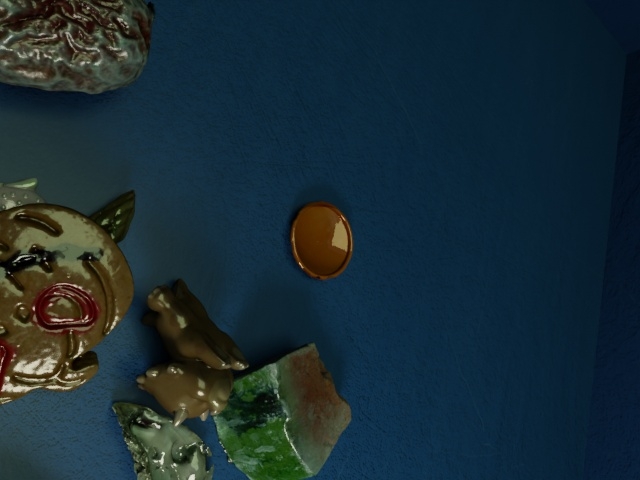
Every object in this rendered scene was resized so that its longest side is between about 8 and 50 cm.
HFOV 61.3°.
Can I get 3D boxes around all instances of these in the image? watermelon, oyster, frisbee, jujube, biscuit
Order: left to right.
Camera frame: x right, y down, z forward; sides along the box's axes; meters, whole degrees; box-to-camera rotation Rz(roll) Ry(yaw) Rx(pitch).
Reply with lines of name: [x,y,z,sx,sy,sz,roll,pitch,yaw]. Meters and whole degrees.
biscuit: [-0.480,0.120,0.863,0.367,0.063,0.314,-37,109,-18]
jujube: [-0.448,-0.365,0.910,0.317,0.226,0.226,-3,87,-30]
oyster: [-0.290,0.429,1.013,0.252,0.087,0.199,32,57,-38]
watermelon: [-0.063,0.354,1.154,0.302,0.151,0.264,-30,102,-35]
frisbee: [0.000,0.000,1.317,0.192,0.035,0.192,5,82,-38]

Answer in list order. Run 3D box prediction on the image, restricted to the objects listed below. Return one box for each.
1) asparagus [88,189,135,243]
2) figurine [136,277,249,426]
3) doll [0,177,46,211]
asparagus: [-0.420,0.019,0.973,0.080,0.080,0.287,43,61,-25]
figurine: [-0.265,0.222,1.016,0.173,0.177,0.247,-43,89,5]
doll: [-0.530,-0.065,0.895,0.207,0.081,0.129,41,67,-23]
